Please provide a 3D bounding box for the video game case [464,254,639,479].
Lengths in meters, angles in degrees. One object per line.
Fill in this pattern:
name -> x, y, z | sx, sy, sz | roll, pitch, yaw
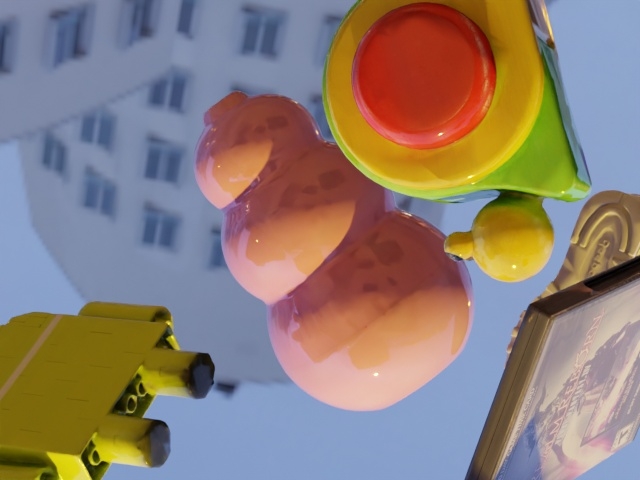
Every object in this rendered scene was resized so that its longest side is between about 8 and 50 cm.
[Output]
video game case -> 0.203, 0.106, 1.314 | 0.026, 0.196, 0.274 | 30, -153, 27

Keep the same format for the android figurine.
android figurine -> -0.234, 0.141, 1.536 | 0.273, 0.056, 0.248 | 0, -139, 30

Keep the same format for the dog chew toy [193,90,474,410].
dog chew toy -> 0.000, 0.000, 1.669 | 0.332, 0.207, 0.206 | 54, -136, -4

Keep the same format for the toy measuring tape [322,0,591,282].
toy measuring tape -> 0.045, -0.135, 0.856 | 0.121, 0.121, 0.330 | -10, -99, -27

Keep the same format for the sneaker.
sneaker -> 0.267, 0.061, 1.702 | 0.090, 0.235, 0.095 | 35, -166, 23
